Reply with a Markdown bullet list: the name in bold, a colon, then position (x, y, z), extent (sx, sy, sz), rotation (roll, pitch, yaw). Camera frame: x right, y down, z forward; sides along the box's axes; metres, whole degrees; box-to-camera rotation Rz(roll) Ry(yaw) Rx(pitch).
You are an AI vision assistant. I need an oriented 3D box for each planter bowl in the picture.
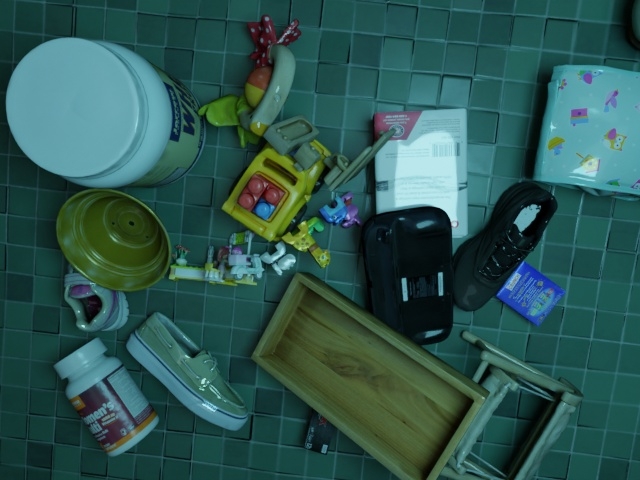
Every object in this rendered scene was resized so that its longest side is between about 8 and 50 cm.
- **planter bowl**: position (-0.377, -0.016, 0.989), extent (0.216, 0.090, 0.217), rotation (3, 119, 5)

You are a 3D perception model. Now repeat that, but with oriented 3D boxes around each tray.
- **tray**: position (0.079, 0.250, 0.972), extent (0.410, 0.076, 0.203), rotation (32, 99, 25)

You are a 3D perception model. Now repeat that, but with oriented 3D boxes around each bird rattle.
- **bird rattle**: position (-0.097, -0.287, 0.956), extent (0.143, 0.207, 0.254), rotation (29, 102, -34)

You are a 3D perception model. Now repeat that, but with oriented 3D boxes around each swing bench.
- **swing bench**: position (0.351, 0.357, 1.017), extent (0.254, 0.165, 0.254), rotation (27, 96, -1)

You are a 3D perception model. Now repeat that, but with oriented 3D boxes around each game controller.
- **game controller**: position (0.173, 0.083, 0.995), extent (0.166, 0.067, 0.320), rotation (-13, 122, -6)

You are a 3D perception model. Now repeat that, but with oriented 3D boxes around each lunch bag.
- **lunch bag**: position (0.528, -0.194, 0.953), extent (0.262, 0.160, 0.224), rotation (9, 97, -4)

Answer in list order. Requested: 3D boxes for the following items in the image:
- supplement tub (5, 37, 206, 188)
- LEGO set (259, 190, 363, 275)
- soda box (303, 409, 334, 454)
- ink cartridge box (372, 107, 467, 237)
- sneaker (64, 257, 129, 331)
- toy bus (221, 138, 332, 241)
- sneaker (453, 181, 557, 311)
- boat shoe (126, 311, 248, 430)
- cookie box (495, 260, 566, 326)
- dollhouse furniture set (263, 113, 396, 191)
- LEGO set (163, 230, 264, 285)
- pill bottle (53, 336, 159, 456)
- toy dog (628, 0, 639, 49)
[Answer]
- **supplement tub**: position (-0.351, -0.208, 0.904), extent (0.235, 0.325, 0.236), rotation (0, 97, 2)
- **LEGO set**: position (0.000, 0.000, 1.000), extent (0.227, 0.087, 0.093), rotation (-36, 87, -8)
- **soda box**: position (0.012, 0.353, 1.083), extent (0.053, 0.060, 0.169), rotation (16, 97, 3)
- **ink cartridge box**: position (0.190, -0.126, 1.002), extent (0.171, 0.100, 0.238), rotation (-2, 96, 4)
- **sneaker**: position (-0.461, 0.072, 1.047), extent (0.102, 0.111, 0.253), rotation (-11, 95, 4)
- **toy bus**: position (-0.084, -0.110, 0.962), extent (0.149, 0.211, 0.220), rotation (34, 95, 0)
- **sneaker**: position (0.348, 0.015, 0.997), extent (0.109, 0.130, 0.287), rotation (28, 98, -3)
- **boat shoe**: position (-0.262, 0.268, 1.064), extent (0.302, 0.109, 0.094), rotation (38, 95, 1)
- **cookie box**: position (0.420, 0.103, 1.047), extent (0.107, 0.040, 0.092), rotation (36, 97, -2)
- **dollhouse furniture set**: position (0.019, -0.186, 0.902), extent (0.151, 0.144, 0.123), rotation (47, 127, 3)
- **LEGO set**: position (-0.226, 0.030, 1.039), extent (0.286, 0.132, 0.107), rotation (-1, 79, 31)
- **pill bottle**: position (-0.443, 0.320, 1.069), extent (0.121, 0.121, 0.221), rotation (-32, 94, 5)
- **toy dog**: position (0.711, -0.490, 0.854), extent (0.395, 0.284, 0.408), rotation (34, 98, 1)
